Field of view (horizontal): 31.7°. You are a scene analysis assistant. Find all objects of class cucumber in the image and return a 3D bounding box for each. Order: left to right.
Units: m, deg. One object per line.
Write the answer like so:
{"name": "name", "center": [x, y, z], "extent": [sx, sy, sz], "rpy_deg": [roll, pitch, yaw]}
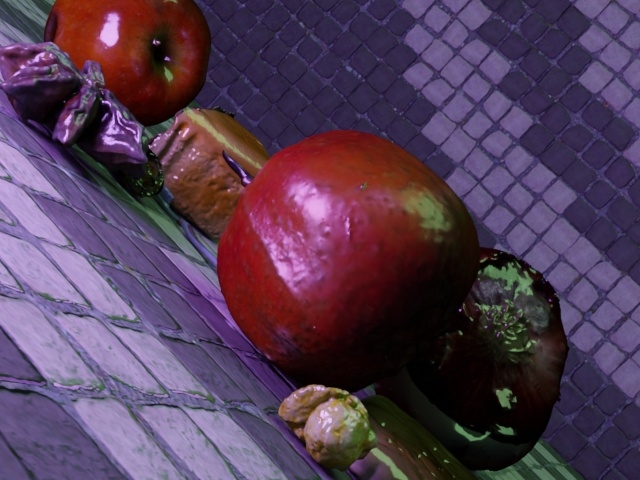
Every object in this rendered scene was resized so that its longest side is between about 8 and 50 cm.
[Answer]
{"name": "cucumber", "center": [-0.228, -0.103, 1.330], "extent": [0.053, 0.053, 0.181], "rpy_deg": [40, 4, -35]}

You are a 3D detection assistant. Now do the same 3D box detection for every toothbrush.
{"name": "toothbrush", "center": [-0.147, -0.006, 1.317], "extent": [0.193, 0.019, 0.013], "rpy_deg": [48, 6, 39]}

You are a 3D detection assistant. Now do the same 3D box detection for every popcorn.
{"name": "popcorn", "center": [0.007, 0.148, 0.910], "extent": [0.083, 0.059, 0.068], "rpy_deg": [35, 3, 7]}

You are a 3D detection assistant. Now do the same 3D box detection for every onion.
{"name": "onion", "center": [0.167, 0.147, 1.375], "extent": [0.272, 0.272, 0.195], "rpy_deg": [42, -23, -13]}

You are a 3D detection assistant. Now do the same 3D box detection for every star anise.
{"name": "star anise", "center": [-0.257, -0.146, 1.192], "extent": [0.209, 0.089, 0.231], "rpy_deg": [41, 8, -38]}

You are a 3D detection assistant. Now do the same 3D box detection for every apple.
{"name": "apple", "center": [-0.270, -0.268, 1.558], "extent": [0.230, 0.230, 0.230], "rpy_deg": [43, 4, -4]}

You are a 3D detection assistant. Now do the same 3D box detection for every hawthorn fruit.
{"name": "hawthorn fruit", "center": [0.000, 0.000, 1.109], "extent": [0.300, 0.254, 0.254], "rpy_deg": [41, 3, 17]}

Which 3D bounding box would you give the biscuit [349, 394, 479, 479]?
{"name": "biscuit", "center": [0.106, 0.234, 1.098], "extent": [0.217, 0.044, 0.325], "rpy_deg": [45, 4, 11]}

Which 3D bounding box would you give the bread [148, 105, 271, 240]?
{"name": "bread", "center": [-0.161, -0.109, 1.462], "extent": [0.169, 0.140, 0.160], "rpy_deg": [40, 10, -27]}
